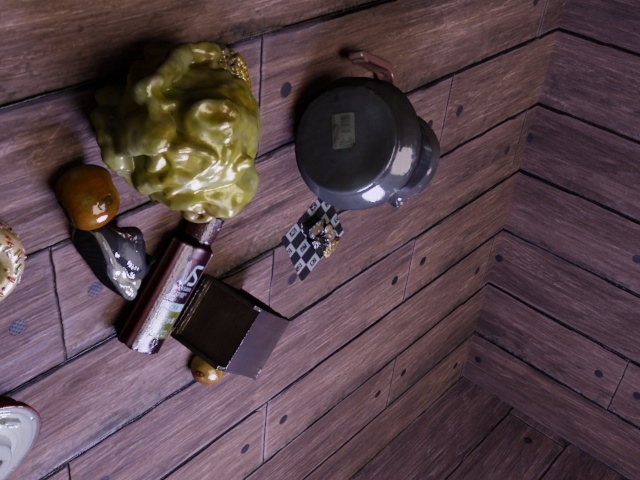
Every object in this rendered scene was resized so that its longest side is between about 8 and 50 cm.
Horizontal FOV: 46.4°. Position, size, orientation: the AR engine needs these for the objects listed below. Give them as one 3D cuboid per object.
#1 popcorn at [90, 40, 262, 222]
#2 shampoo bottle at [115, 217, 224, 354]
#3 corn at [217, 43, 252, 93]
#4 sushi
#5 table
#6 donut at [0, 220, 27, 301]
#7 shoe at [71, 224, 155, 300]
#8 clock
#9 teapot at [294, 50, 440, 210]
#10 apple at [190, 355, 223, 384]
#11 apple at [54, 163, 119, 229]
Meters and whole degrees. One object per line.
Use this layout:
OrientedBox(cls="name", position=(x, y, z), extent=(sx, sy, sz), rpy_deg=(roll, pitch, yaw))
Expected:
OrientedBox(cls="popcorn", position=(-0.244, -0.187, 1.275), extent=(0.312, 0.312, 0.312), rpy_deg=(-36, 142, -34))
OrientedBox(cls="shampoo bottle", position=(-0.311, 0.083, 1.586), extent=(0.323, 0.084, 0.129), rpy_deg=(-60, 152, 0))
OrientedBox(cls="corn", position=(-0.180, -0.244, 1.497), extent=(0.097, 0.097, 0.320), rpy_deg=(-38, 145, -32))
OrientedBox(cls="sushi", position=(0.000, 0.000, 2.003), extent=(0.192, 0.050, 0.215), rpy_deg=(-49, 148, -17))
OrientedBox(cls="table", position=(-0.213, 0.200, 1.744), extent=(0.169, 0.172, 0.193), rpy_deg=(-59, 153, -2))
OrientedBox(cls="donut", position=(-0.540, 0.045, 1.235), extent=(0.108, 0.065, 0.166), rpy_deg=(7, 110, -58))
OrientedBox(cls="shoe", position=(-0.385, 0.017, 1.421), extent=(0.112, 0.099, 0.228), rpy_deg=(-51, 153, -28))
OrientedBox(cls="clock", position=(-0.639, 0.406, 1.319), extent=(0.318, 0.080, 0.318), rpy_deg=(-42, 159, -20))
OrientedBox(cls="teapot", position=(0.125, -0.255, 1.789), extent=(0.361, 0.305, 0.376), rpy_deg=(2, 86, -65))
OrientedBox(cls="apple", position=(-0.277, 0.313, 1.838), extent=(0.084, 0.084, 0.071), rpy_deg=(-15, 120, -50))
OrientedBox(cls="apple", position=(-0.399, -0.077, 1.287), extent=(0.102, 0.114, 0.099), rpy_deg=(-31, 142, -20))
